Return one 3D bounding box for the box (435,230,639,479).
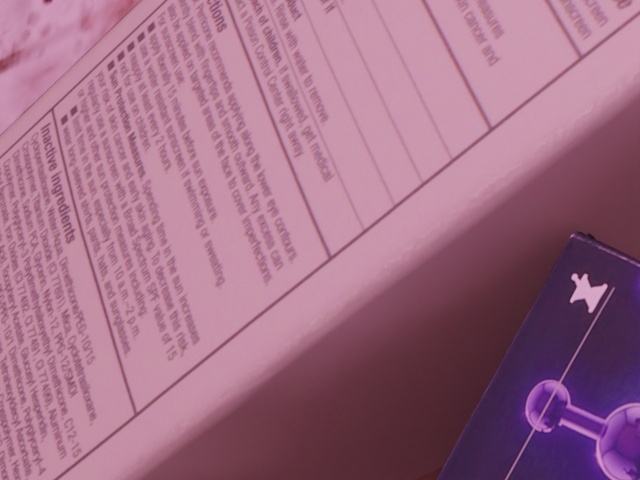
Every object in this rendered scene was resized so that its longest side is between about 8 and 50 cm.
[{"bbox_3d":[0.079,0.157,0.316,0.184,0.103,0.261,30,92,48],"label":"box"}]

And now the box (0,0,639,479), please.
[{"bbox_3d":[0.000,0.000,0.440,0.311,0.121,0.148,-38,50,23],"label":"box"}]
